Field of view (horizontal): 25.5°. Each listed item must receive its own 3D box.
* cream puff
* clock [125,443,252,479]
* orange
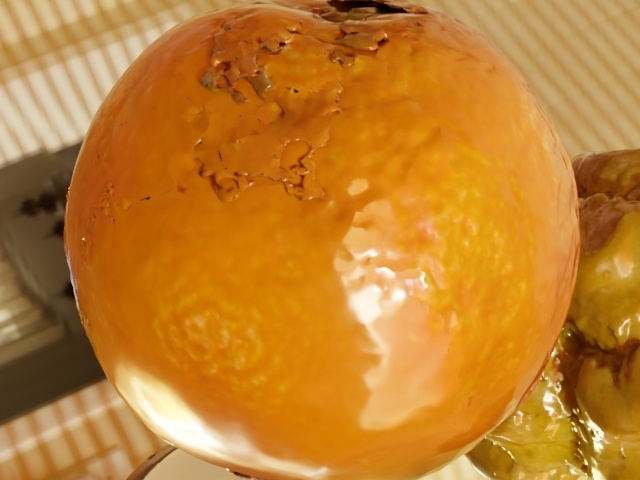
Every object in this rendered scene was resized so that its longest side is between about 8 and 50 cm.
[{"bbox_3d":[0.200,0.080,1.164,0.324,0.257,0.291,-97,179,-60],"label":"cream puff"},{"bbox_3d":[-0.069,0.263,1.089,0.029,0.235,0.235,-16,-82,49],"label":"clock"},{"bbox_3d":[0.000,0.000,0.679,0.246,0.246,0.246,54,-22,33],"label":"orange"}]
